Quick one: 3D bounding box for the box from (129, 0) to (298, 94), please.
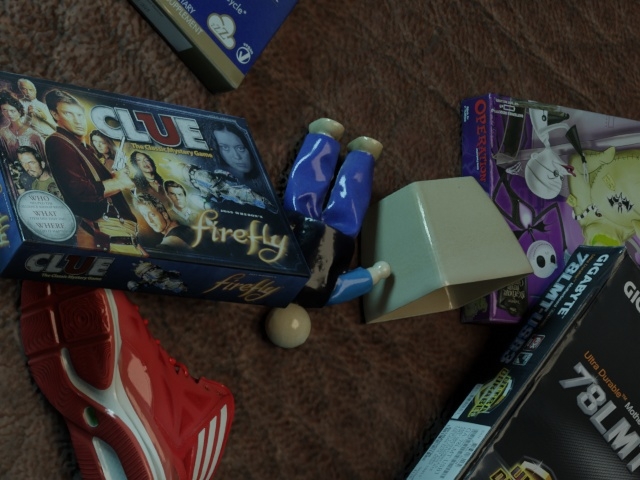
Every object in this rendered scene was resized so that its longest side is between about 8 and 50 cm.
[{"bbox_3d":[-0.064,-0.245,1.419,0.136,0.036,0.225,47,56,-24],"label":"box"}]

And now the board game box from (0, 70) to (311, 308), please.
[{"bbox_3d":[-0.137,-0.036,1.272,0.243,0.042,0.165,8,46,-39],"label":"board game box"}]

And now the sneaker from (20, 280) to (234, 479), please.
[{"bbox_3d":[-0.140,0.093,1.298,0.128,0.087,0.221,-15,91,-58],"label":"sneaker"}]

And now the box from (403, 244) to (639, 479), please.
[{"bbox_3d":[0.246,0.207,1.546,0.293,0.073,0.295,-49,117,-21],"label":"box"}]

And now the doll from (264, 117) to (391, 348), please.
[{"bbox_3d":[0.000,0.000,1.424,0.129,0.046,0.189,25,70,-15],"label":"doll"}]

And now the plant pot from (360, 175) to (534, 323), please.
[{"bbox_3d":[0.095,0.004,1.475,0.109,0.109,0.096,-7,75,-39],"label":"plant pot"}]

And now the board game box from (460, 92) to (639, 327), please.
[{"bbox_3d":[0.278,-0.012,1.644,0.346,0.056,0.208,6,84,-35],"label":"board game box"}]
